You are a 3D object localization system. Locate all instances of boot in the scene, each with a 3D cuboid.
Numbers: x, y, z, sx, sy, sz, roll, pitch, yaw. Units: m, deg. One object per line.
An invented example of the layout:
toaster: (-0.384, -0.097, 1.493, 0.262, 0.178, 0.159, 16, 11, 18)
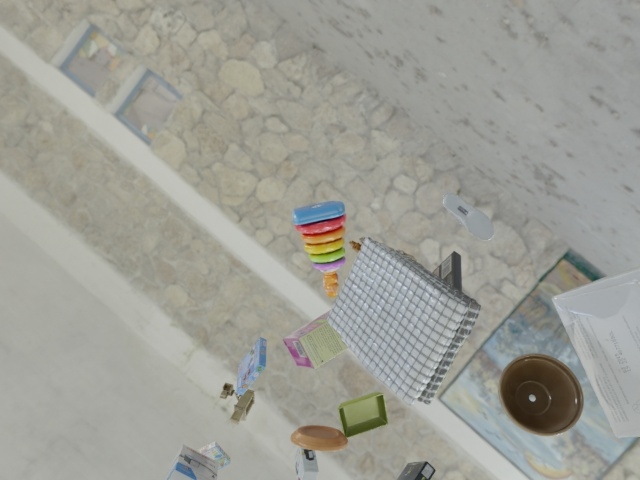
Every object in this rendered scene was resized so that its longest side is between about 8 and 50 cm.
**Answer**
boot: (0.605, -0.092, 2.041, 0.258, 0.095, 0.123, 51, -165, 26)

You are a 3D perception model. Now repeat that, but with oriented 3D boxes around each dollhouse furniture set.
dollhouse furniture set: (-0.418, 0.786, 2.381, 0.160, 0.101, 0.182, 13, -145, 13)

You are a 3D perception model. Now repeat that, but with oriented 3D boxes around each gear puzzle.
gear puzzle: (0.202, 0.057, 1.644, 0.338, 0.044, 0.175, 22, 166, 49)

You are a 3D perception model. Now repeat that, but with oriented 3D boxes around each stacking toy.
stacking toy: (0.018, 0.037, 1.579, 0.175, 0.165, 0.302, -115, 14, -77)

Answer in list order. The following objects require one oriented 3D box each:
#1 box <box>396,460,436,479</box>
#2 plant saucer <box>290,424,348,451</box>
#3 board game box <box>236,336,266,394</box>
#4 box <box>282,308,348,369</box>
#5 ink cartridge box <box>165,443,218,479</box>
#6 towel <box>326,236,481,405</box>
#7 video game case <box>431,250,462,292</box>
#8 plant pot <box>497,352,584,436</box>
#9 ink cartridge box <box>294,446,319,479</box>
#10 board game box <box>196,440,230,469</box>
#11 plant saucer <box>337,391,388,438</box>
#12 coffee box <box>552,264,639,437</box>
box: (0.347, 1.005, 2.047, 0.059, 0.232, 0.183, 44, 151, 7)
plant saucer: (-0.003, 0.673, 1.738, 0.199, 0.037, 0.200, 5, 174, 1)
board game box: (-0.305, 0.555, 2.242, 0.039, 0.211, 0.160, 27, -151, -22)
box: (0.019, 0.333, 1.773, 0.117, 0.242, 0.213, 62, 159, 1)
ink cartridge box: (-0.397, 0.728, 1.569, 0.139, 0.082, 0.190, 30, 176, -7)
towel: (0.163, 0.159, 1.045, 0.121, 0.235, 0.283, 10, -160, -42)
video game case: (0.358, 0.189, 1.620, 0.035, 0.248, 0.275, 35, -148, -7)
plant pot: (0.653, 0.469, 1.535, 0.237, 0.237, 0.110, 43, 168, 21)
ink cartridge box: (-0.068, 1.045, 2.355, 0.072, 0.128, 0.175, 8, -156, -14)
board game box: (-0.412, 0.785, 1.797, 0.103, 0.154, 0.026, 60, -176, -26)
plant saucer: (0.162, 0.668, 1.969, 0.045, 0.188, 0.188, -117, 13, -57)
coffee box: (0.806, 0.202, 1.112, 0.334, 0.338, 0.338, -9, -107, -36)
